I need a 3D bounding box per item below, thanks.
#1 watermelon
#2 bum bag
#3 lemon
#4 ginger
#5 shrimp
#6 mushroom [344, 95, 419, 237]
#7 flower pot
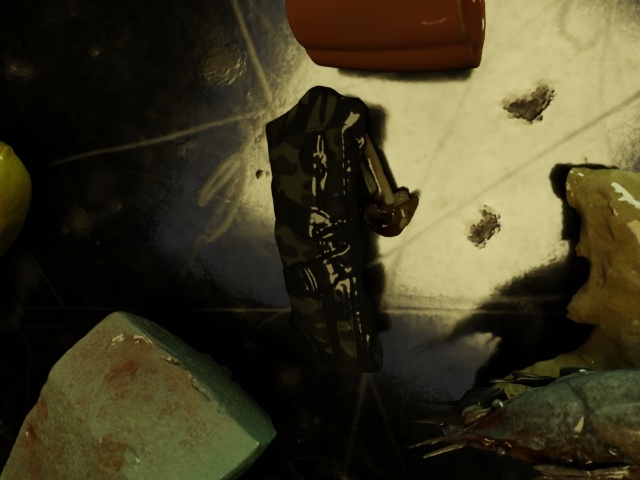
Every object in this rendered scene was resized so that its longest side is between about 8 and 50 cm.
[{"bbox_3d":[-0.228,0.215,0.680,0.386,0.228,0.259,-15,90,25],"label":"watermelon"},{"bbox_3d":[0.000,0.000,0.616,0.143,0.095,0.341,11,116,37],"label":"bum bag"},{"bbox_3d":[-0.474,-0.048,0.694,0.170,0.170,0.207,35,106,3],"label":"lemon"},{"bbox_3d":[0.374,0.118,0.561,0.362,0.122,0.349,14,114,20],"label":"ginger"},{"bbox_3d":[0.239,0.179,0.514,0.342,0.145,0.117,-13,62,32],"label":"shrimp"},{"bbox_3d":[0.055,-0.092,0.622,0.061,0.060,0.187,-22,89,-26],"label":"mushroom"},{"bbox_3d":[0.063,-0.251,0.525,0.173,0.190,0.191,-4,101,23],"label":"flower pot"}]
